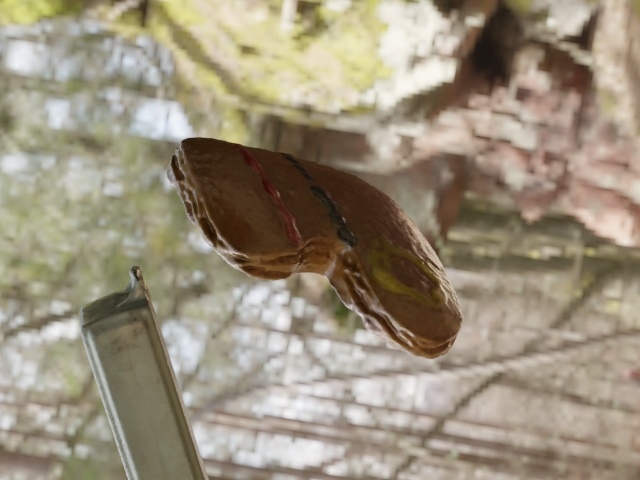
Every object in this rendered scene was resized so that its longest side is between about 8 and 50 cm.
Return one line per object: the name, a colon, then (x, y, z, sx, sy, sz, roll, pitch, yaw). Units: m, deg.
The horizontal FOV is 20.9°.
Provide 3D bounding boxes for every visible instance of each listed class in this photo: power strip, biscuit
power strip: (-0.100, 0.151, 1.126, 0.078, 0.052, 0.272, -130, 23, -77)
biscuit: (0.001, -0.001, 1.659, 0.052, 0.277, 0.262, -60, 32, 26)
